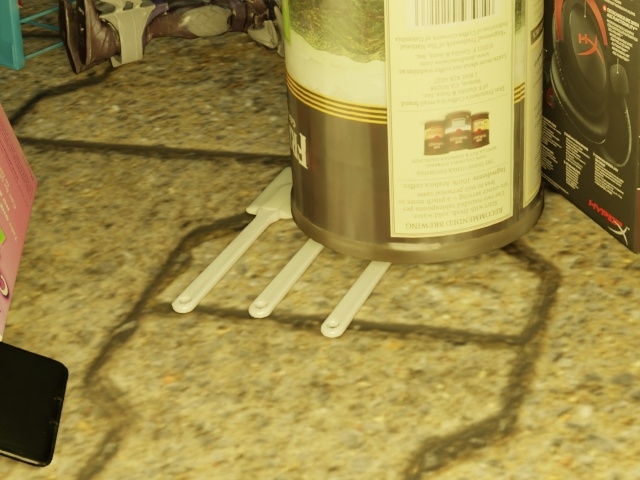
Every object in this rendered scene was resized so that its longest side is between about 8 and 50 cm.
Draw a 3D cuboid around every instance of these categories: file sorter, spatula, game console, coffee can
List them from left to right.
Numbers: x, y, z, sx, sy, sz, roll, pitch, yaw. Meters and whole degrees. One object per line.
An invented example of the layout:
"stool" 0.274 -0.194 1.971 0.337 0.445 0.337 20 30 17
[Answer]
"game console" -0.237 0.119 1.099 0.107 0.071 0.122 -31 25 14
"file sorter" -0.323 -0.279 1.675 0.118 0.170 0.104 17 31 34
"spatula" 0.000 0.000 1.278 0.168 0.019 0.242 9 31 21
"coffee can" 0.071 -0.150 1.235 0.201 0.275 0.201 -2 28 1

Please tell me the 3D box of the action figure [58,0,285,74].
"action figure" -0.110 -0.226 1.626 0.285 0.099 0.185 -12 21 -22

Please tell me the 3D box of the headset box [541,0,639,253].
"headset box" 0.237 -0.172 1.275 0.110 0.293 0.218 -14 30 -18

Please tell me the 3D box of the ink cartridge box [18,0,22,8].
"ink cartridge box" -0.479 -0.315 1.873 0.238 0.060 0.275 -12 30 -12

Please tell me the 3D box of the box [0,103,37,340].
"box" -0.334 -0.004 1.175 0.213 0.117 0.243 -17 29 6
